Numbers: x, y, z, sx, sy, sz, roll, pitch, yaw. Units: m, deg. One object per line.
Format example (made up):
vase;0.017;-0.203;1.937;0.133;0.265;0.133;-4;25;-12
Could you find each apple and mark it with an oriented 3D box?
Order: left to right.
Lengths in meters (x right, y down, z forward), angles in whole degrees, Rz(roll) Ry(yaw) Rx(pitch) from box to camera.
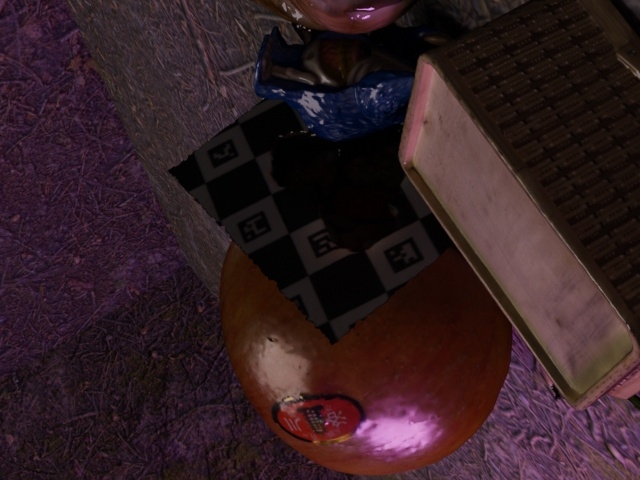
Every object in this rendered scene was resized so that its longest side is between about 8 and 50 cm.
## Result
apple;0.071;0.100;1.341;0.400;0.334;0.400;45;-152;-31

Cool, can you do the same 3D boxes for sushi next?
sushi;0.049;-0.070;1.141;0.339;0.320;0.068;44;169;39

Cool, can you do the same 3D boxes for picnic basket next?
picnic basket;0.229;-0.035;0.890;0.312;0.175;0.228;57;167;17

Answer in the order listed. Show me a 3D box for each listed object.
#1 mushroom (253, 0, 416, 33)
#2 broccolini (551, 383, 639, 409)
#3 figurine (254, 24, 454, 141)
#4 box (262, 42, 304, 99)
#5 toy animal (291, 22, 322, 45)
mushroom;-0.014;-0.347;1.058;0.314;0.224;0.397;35;-178;-2
broccolini;0.347;0.186;1.238;0.194;0.054;0.052;-160;58;-65
figurine;0.056;-0.162;1.095;0.262;0.164;0.120;13;122;18
box;0.010;-0.155;1.551;0.269;0.079;0.135;58;167;-2
toy animal;0.010;-0.276;1.319;0.218;0.116;0.179;-97;18;-51
